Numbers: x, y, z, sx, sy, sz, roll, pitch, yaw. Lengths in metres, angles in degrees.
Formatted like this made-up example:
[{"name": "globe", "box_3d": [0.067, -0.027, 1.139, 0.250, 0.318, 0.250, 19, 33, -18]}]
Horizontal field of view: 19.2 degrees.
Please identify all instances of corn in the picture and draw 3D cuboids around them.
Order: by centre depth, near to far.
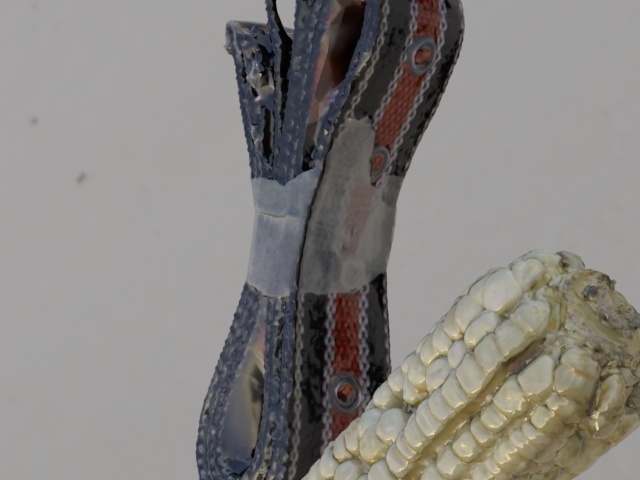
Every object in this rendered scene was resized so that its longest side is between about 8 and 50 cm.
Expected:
[{"name": "corn", "box_3d": [0.047, 0.085, 0.754, 0.211, 0.087, 0.087, -44, 19, 36]}]

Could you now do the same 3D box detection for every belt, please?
[{"name": "belt", "box_3d": [0.000, 0.000, 1.125, 0.126, 0.094, 0.359, 6, 91, 42]}]
